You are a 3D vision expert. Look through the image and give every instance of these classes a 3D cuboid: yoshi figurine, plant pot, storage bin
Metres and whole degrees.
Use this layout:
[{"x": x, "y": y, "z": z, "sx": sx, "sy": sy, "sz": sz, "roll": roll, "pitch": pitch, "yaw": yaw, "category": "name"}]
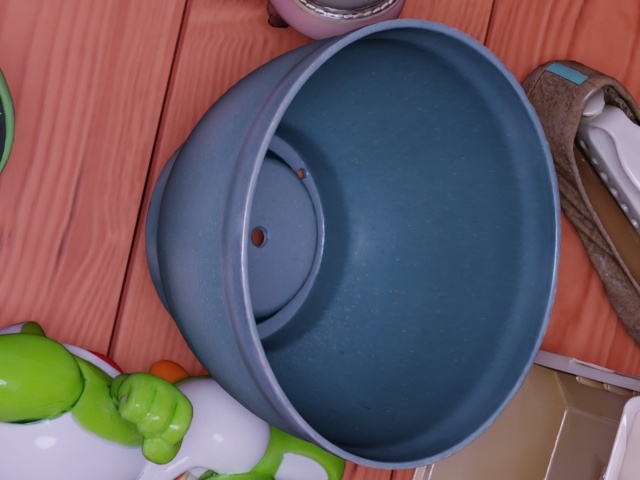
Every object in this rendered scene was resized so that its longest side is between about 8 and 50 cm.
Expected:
[{"x": -0.139, "y": 0.171, "z": 0.953, "sx": 0.362, "sy": 0.203, "sz": 0.203, "roll": 14, "pitch": 84, "yaw": -27, "category": "yoshi figurine"}, {"x": 0.000, "y": 0.000, "z": 0.974, "sx": 0.293, "sy": 0.196, "sz": 0.293, "roll": -2, "pitch": 94, "yaw": -42, "category": "plant pot"}, {"x": 0.174, "y": 0.217, "z": 1.033, "sx": 0.123, "sy": 0.262, "sz": 0.260, "roll": 18, "pitch": 86, "yaw": -20, "category": "storage bin"}]

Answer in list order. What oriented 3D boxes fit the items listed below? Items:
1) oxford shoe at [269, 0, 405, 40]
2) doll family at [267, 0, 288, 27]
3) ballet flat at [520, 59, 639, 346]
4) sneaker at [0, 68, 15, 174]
[{"x": -0.017, "y": -0.341, "z": 0.959, "sx": 0.140, "sy": 0.146, "sz": 0.397, "roll": -19, "pitch": 76, "yaw": -14, "category": "oxford shoe"}, {"x": -0.006, "y": -0.236, "z": 1.053, "sx": 0.193, "sy": 0.076, "sz": 0.111, "roll": -28, "pitch": 106, "yaw": -11, "category": "doll family"}, {"x": 0.282, "y": -0.003, "z": 1.134, "sx": 0.116, "sy": 0.124, "sz": 0.342, "roll": -37, "pitch": 104, "yaw": -14, "category": "ballet flat"}, {"x": -0.382, "y": 0.037, "z": 0.799, "sx": 0.185, "sy": 0.202, "sz": 0.483, "roll": 41, "pitch": 81, "yaw": -5, "category": "sneaker"}]
